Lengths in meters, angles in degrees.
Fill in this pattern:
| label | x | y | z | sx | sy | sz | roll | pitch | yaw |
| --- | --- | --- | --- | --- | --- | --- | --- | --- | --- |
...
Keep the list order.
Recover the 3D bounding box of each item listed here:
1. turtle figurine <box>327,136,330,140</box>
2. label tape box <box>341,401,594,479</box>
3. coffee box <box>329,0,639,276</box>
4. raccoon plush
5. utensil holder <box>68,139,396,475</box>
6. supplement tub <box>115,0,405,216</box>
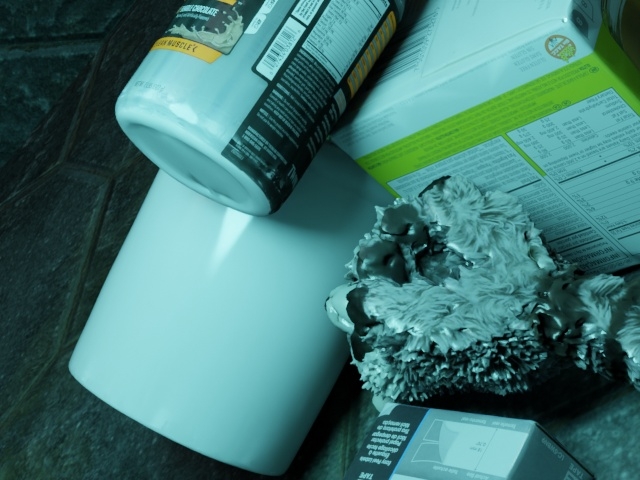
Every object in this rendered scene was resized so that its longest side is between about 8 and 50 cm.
| label | x | y | z | sx | sy | sz | roll | pitch | yaw |
| --- | --- | --- | --- | --- | --- | --- | --- | --- | --- |
| turtle figurine | 0.068 | -0.244 | 2.139 | 0.266 | 0.274 | 0.198 | -44 | -7 | 15 |
| label tape box | 0.091 | 0.333 | 1.430 | 0.241 | 0.106 | 0.333 | -2 | 51 | 55 |
| coffee box | 0.274 | -0.185 | 1.596 | 0.338 | 0.334 | 0.337 | -23 | 36 | 44 |
| raccoon plush | 0.194 | 0.137 | 1.517 | 0.446 | 0.299 | 0.216 | 35 | 69 | 26 |
| utensil holder | -0.091 | 0.049 | 1.759 | 0.385 | 0.328 | 0.327 | -63 | 28 | 0 |
| supplement tub | -0.048 | -0.213 | 1.522 | 0.207 | 0.207 | 0.338 | 7 | 62 | 58 |
